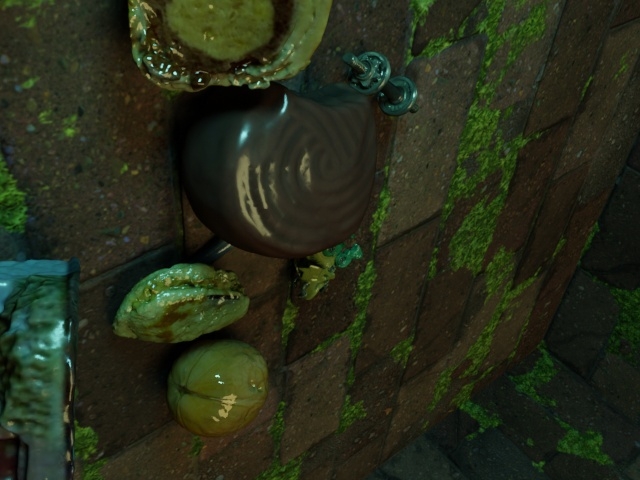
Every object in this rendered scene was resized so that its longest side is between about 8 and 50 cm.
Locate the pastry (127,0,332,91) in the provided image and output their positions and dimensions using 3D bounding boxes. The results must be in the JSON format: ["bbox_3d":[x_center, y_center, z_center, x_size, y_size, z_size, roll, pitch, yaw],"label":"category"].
[{"bbox_3d":[-0.117,-0.316,0.846,0.236,0.170,0.256,-5,133,-16],"label":"pastry"}]

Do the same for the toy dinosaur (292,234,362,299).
[{"bbox_3d":[0.000,0.000,1.405,0.153,0.094,0.259,-34,137,-27],"label":"toy dinosaur"}]

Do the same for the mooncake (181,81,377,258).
[{"bbox_3d":[-0.041,-0.126,1.097,0.334,0.174,0.326,-58,137,-12],"label":"mooncake"}]

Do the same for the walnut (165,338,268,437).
[{"bbox_3d":[-0.200,0.288,1.382,0.225,0.193,0.193,-4,128,-60],"label":"walnut"}]

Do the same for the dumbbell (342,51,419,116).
[{"bbox_3d":[0.113,-0.276,1.245,0.082,0.081,0.254,-56,147,11],"label":"dumbbell"}]

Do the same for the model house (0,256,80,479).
[{"bbox_3d":[-0.471,0.196,0.852,0.338,0.297,0.360,2,106,-17],"label":"model house"}]

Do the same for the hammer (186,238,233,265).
[{"bbox_3d":[-0.163,0.005,1.241,0.194,0.069,0.116,-37,147,-3],"label":"hammer"}]

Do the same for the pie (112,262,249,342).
[{"bbox_3d":[-0.233,0.117,1.209,0.247,0.090,0.201,0,144,-41],"label":"pie"}]
